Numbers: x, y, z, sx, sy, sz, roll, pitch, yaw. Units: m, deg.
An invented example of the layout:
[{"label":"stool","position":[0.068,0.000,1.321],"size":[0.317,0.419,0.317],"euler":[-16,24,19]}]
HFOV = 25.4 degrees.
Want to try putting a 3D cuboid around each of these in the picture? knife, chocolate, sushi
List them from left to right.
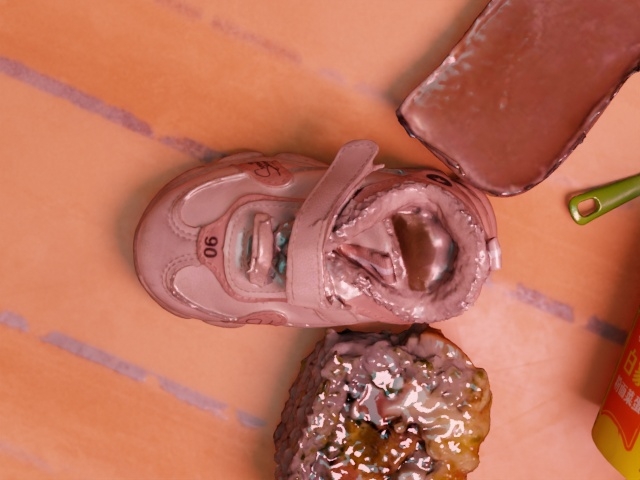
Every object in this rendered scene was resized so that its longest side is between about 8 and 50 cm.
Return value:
[{"label":"sushi","position":[0.048,0.204,1.358],"size":[0.184,0.139,0.274],"euler":[23,94,-6]},{"label":"chocolate","position":[0.209,-0.157,1.359],"size":[0.161,0.083,0.261],"euler":[44,89,14]},{"label":"knife","position":[0.322,-0.054,1.400],"size":[0.166,0.022,0.078],"euler":[-22,89,-1]}]

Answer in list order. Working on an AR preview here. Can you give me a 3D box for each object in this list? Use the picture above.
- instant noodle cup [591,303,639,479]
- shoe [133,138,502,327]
[{"label":"instant noodle cup","position":[0.398,0.136,1.299],"size":[0.311,0.311,0.222],"euler":[24,103,-3]},{"label":"shoe","position":[-0.001,-0.003,1.310],"size":[0.350,0.198,0.172],"euler":[-6,94,-2]}]
